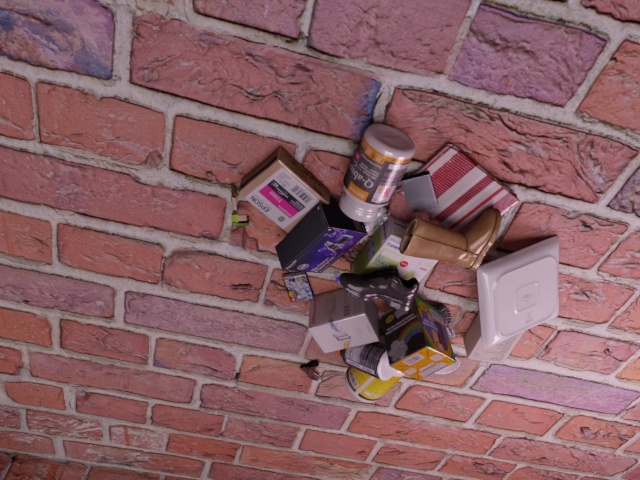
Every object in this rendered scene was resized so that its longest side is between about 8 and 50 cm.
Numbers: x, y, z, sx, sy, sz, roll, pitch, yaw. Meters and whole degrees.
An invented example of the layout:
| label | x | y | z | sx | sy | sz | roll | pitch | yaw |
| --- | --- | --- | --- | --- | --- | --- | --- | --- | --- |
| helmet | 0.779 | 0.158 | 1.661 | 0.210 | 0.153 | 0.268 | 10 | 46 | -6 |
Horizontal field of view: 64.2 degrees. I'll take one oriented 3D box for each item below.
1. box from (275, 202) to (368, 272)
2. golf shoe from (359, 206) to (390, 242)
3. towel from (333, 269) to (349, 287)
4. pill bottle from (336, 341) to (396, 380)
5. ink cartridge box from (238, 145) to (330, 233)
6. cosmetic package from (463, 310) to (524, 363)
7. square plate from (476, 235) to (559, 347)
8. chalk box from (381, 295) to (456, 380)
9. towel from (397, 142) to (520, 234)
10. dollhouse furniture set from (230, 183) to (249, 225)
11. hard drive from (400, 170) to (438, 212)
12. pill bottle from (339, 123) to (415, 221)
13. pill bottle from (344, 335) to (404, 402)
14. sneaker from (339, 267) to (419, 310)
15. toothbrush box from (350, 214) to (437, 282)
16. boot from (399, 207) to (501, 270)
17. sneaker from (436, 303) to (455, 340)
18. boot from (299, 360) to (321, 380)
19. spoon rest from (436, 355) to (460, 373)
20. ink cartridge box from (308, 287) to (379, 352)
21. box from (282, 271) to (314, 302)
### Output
| label | x | y | z | sx | sy | sz | roll | pitch | yaw |
| --- | --- | --- | --- | --- | --- | --- | --- | --- | --- |
| box | 0.000 | 0.000 | 1.719 | 0.184 | 0.103 | 0.261 | 11 | 140 | -40 |
| golf shoe | 0.159 | -0.064 | 1.751 | 0.086 | 0.069 | 0.176 | 40 | 120 | -3 |
| towel | 0.088 | 0.148 | 1.952 | 0.060 | 0.009 | 0.083 | -11 | 128 | 13 |
| pill bottle | 0.174 | 0.447 | 1.996 | 0.246 | 0.130 | 0.130 | 13 | 143 | 45 |
| ink cartridge box | -0.116 | -0.158 | 1.658 | 0.193 | 0.088 | 0.235 | -36 | 121 | 27 |
| cosmetic package | 0.700 | 0.344 | 2.018 | 0.160 | 0.113 | 0.309 | 10 | 130 | -6 |
| square plate | 0.713 | 0.191 | 1.795 | 0.347 | 0.049 | 0.344 | -19 | 115 | -14 |
| chalk box | 0.358 | 0.342 | 1.922 | 0.179 | 0.289 | 0.180 | 33 | 125 | -31 |
| towel | 0.451 | -0.151 | 1.671 | 0.329 | 0.037 | 0.237 | 32 | 126 | -20 |
| dollhouse furniture set | -0.271 | -0.113 | 1.719 | 0.059 | 0.076 | 0.151 | -4 | 132 | -10 |
| hard drive | 0.319 | -0.155 | 1.645 | 0.094 | 0.022 | 0.135 | -13 | 128 | 18 |
| pill bottle | 0.163 | -0.201 | 1.561 | 0.162 | 0.162 | 0.278 | 16 | 128 | -10 |
| pill bottle | 0.259 | 0.520 | 2.138 | 0.188 | 0.188 | 0.334 | 24 | 127 | -16 |
| sneaker | 0.204 | 0.143 | 1.740 | 0.286 | 0.109 | 0.130 | 14 | 119 | -17 |
| toothbrush box | 0.259 | 0.076 | 1.812 | 0.206 | 0.122 | 0.283 | 23 | 126 | -16 |
| boot | 0.421 | -0.026 | 1.646 | 0.269 | 0.089 | 0.236 | 16 | 105 | -14 |
| sneaker | 0.485 | 0.326 | 2.044 | 0.063 | 0.073 | 0.162 | -19 | 109 | -11 |
| boot | -0.023 | 0.594 | 2.311 | 0.106 | 0.037 | 0.114 | -18 | 125 | 33 |
| spoon rest | 0.485 | 0.498 | 2.176 | 0.137 | 0.084 | 0.276 | -36 | 119 | 28 |
| ink cartridge box | 0.090 | 0.302 | 1.976 | 0.233 | 0.171 | 0.168 | -16 | 127 | 17 |
| box | -0.086 | 0.179 | 1.975 | 0.094 | 0.027 | 0.137 | -9 | 128 | 9 |
